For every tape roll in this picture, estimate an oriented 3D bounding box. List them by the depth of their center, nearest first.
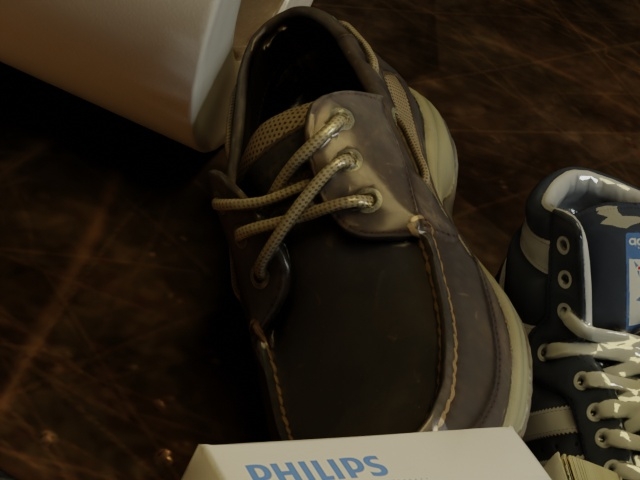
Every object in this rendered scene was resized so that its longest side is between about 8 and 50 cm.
[{"bbox_3d":[-0.093,-0.194,0.868,0.169,0.246,0.246,24,36,6],"label":"tape roll"}]

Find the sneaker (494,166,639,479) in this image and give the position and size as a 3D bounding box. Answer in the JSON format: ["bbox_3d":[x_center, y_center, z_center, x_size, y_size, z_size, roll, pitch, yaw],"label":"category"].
[{"bbox_3d":[0.147,0.084,0.687,0.099,0.153,0.282,2,39,-22],"label":"sneaker"}]

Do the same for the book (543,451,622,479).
[{"bbox_3d":[0.095,0.170,0.599,0.035,0.096,0.144,23,31,-22],"label":"book"}]

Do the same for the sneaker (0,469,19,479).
[{"bbox_3d":[-0.215,0.139,0.517,0.283,0.107,0.124,0,25,-31],"label":"sneaker"}]

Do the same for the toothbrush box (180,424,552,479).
[{"bbox_3d":[0.035,0.221,0.399,0.122,0.206,0.283,3,38,-35],"label":"toothbrush box"}]

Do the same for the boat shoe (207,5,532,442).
[{"bbox_3d":[0.000,0.000,0.721,0.130,0.132,0.355,49,15,-28],"label":"boat shoe"}]
